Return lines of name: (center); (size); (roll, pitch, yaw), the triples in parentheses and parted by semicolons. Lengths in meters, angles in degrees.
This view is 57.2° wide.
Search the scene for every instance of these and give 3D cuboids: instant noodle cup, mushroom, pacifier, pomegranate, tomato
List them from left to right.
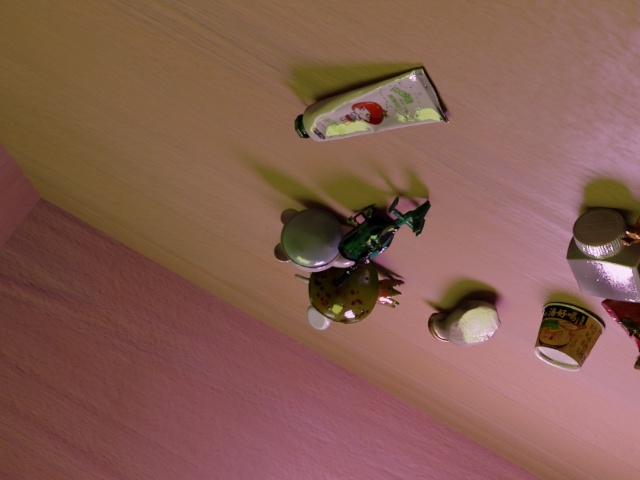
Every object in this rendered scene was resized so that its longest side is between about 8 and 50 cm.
pacifier: (0.029, 0.207, 2.007); (0.279, 0.207, 0.227); (19, 174, 26)
pomegranate: (0.105, 0.151, 1.745); (0.285, 0.231, 0.231); (23, 159, -2)
mushroom: (0.417, 0.242, 1.705); (0.128, 0.128, 0.350); (32, 163, -5)
instant noodle cup: (0.606, 0.242, 1.453); (0.151, 0.122, 0.151); (27, 157, 13)
tomato: (0.703, 0.186, 1.253); (0.173, 0.099, 0.189); (32, -156, -49)

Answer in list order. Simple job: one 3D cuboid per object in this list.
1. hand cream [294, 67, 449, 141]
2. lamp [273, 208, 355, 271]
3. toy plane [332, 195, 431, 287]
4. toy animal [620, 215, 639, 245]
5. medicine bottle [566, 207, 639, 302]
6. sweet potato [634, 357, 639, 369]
hand cream: (0.083, -0.247, 1.132); (0.336, 0.076, 0.121); (-3, 144, 43)
lamp: (0.001, -0.001, 1.625); (0.246, 0.180, 0.108); (11, 162, -3)
toy plane: (0.144, -0.011, 1.453); (0.106, 0.155, 0.381); (37, 141, -17)
toy animal: (0.596, 0.000, 0.993); (0.114, 0.116, 0.255); (43, 176, 39)
medicine bottle: (0.543, 0.030, 1.106); (0.132, 0.088, 0.188); (9, 151, 43)
sweet potato: (0.808, 0.296, 1.432); (0.041, 0.038, 0.153); (3, 153, 4)
